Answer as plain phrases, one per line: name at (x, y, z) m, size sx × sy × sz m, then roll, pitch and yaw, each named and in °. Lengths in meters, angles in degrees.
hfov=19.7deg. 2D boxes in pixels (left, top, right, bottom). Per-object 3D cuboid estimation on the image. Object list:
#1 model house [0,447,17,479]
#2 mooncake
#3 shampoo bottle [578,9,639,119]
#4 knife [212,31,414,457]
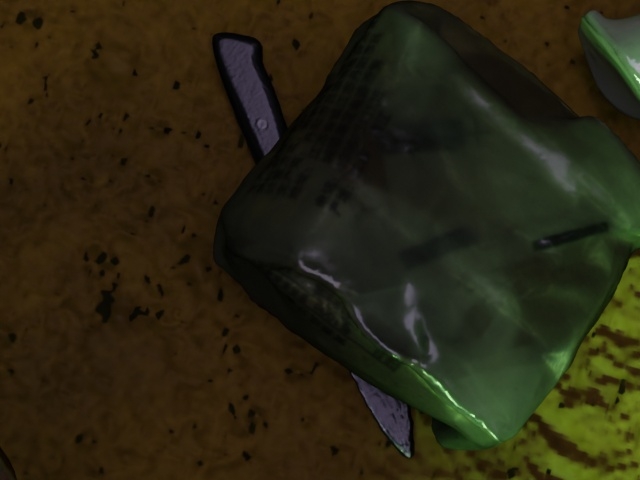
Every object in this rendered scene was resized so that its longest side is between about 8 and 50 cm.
model house at (-0.103, 0.209, 0.529) m, size 0.169 × 0.244 × 0.326 m, roll -25°, pitch 51°, yaw -9°
mooncake at (0.041, -0.006, 0.641) m, size 0.130 × 0.073 × 0.125 m, roll 40°, pitch 70°, yaw -5°
shampoo bottle at (0.191, -0.091, 0.665) m, size 0.192 × 0.074 × 0.074 m, roll -23°, pitch 84°, yaw -7°
knife at (0.000, 0.000, 0.673) m, size 0.023 × 0.010 × 0.170 m, roll -23°, pitch 86°, yaw -1°
